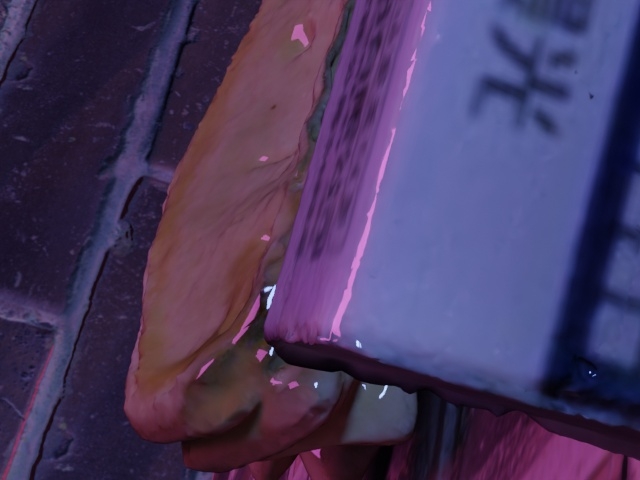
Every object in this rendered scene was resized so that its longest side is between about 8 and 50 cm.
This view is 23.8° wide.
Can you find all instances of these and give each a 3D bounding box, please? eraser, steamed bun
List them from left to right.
[{"bbox_3d":[0.000,0.000,0.893,0.247,0.189,0.428,-33,30,33],"label":"steamed bun"},{"bbox_3d":[0.087,-0.092,0.380,0.086,0.130,0.287,155,132,-80],"label":"eraser"}]
